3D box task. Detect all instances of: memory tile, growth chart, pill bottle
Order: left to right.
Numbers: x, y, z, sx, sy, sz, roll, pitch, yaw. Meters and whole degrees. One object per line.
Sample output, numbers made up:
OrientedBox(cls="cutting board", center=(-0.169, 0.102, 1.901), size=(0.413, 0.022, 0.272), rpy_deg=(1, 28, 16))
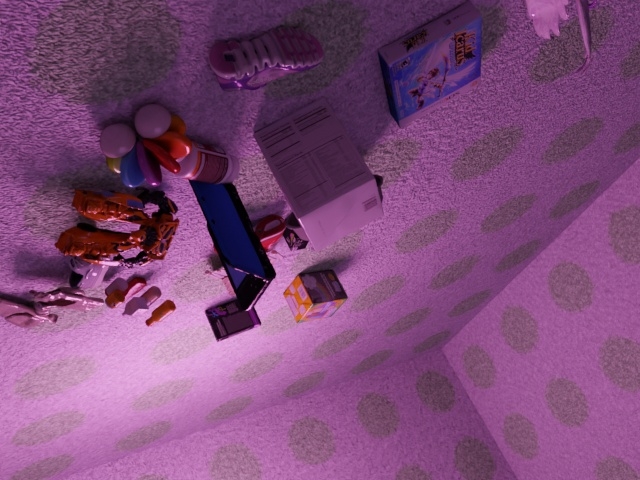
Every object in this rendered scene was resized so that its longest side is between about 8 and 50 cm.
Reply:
OrientedBox(cls="pill bottle", center=(-0.260, -0.175, 1.539), size=(0.086, 0.086, 0.152), rpy_deg=(-43, 151, 28))
OrientedBox(cls="memory tile", center=(-0.257, 0.129, 2.192), size=(0.113, 0.012, 0.148), rpy_deg=(-25, 154, -8))
OrientedBox(cls="growth chart", center=(-0.225, 0.077, 2.048), size=(0.237, 0.021, 0.172), rpy_deg=(-17, 171, -5))

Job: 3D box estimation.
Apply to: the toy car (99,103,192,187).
OrientedBox(cls="toy car", center=(-0.348, -0.176, 1.387), size=(0.182, 0.136, 0.159), rpy_deg=(-28, 155, 0))

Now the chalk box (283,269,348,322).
OrientedBox(cls="chalk box", center=(-0.001, 0.198, 2.442), size=(0.213, 0.132, 0.132), rpy_deg=(-4, 145, -39))

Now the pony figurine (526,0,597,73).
OrientedBox(cls="pony figurine", center=(0.561, -0.587, 1.451), size=(0.363, 0.303, 0.351), rpy_deg=(-27, 123, 5))

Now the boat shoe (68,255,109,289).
OrientedBox(cls="boat shoe", center=(-0.575, 0.057, 1.659), size=(0.081, 0.079, 0.227), rpy_deg=(-15, 155, -35))

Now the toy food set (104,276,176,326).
OrientedBox(cls="toy food set", center=(-0.528, 0.175, 1.887), size=(0.104, 0.111, 0.232), rpy_deg=(-39, 155, 20))

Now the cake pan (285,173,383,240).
OrientedBox(cls="cake pan", center=(0.045, -0.088, 1.834), size=(0.293, 0.054, 0.293), rpy_deg=(-24, -162, 9))

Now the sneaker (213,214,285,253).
OrientedBox(cls="sneaker", center=(-0.202, 0.015, 1.953), size=(0.221, 0.087, 0.128), rpy_deg=(-18, 152, -18))

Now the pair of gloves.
OrientedBox(cls="pair of gloves", center=(-0.708, 0.175, 1.728), size=(0.240, 0.042, 0.204), rpy_deg=(-15, 158, 11))

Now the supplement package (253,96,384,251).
OrientedBox(cls="supplement package", center=(-0.002, -0.157, 1.625), size=(0.198, 0.263, 0.199), rpy_deg=(-28, 154, -1))

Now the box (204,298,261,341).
OrientedBox(cls="box", center=(-0.295, 0.263, 2.282), size=(0.162, 0.116, 0.029), rpy_deg=(-18, 154, -19))

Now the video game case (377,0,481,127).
OrientedBox(cls="video game case", center=(0.275, -0.421, 1.653), size=(0.244, 0.061, 0.269), rpy_deg=(-30, 155, 0))

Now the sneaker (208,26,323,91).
OrientedBox(cls="sneaker", center=(-0.111, -0.355, 1.362), size=(0.236, 0.095, 0.104), rpy_deg=(-15, 159, -16))

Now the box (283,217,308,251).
OrientedBox(cls="box", center=(-0.075, -0.021, 2.015), size=(0.052, 0.083, 0.062), rpy_deg=(-12, 150, -29))

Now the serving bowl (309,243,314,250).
OrientedBox(cls="serving bowl", center=(0.000, 0.000, 2.194), size=(0.083, 0.027, 0.083), rpy_deg=(-23, 153, -12))

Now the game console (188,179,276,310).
OrientedBox(cls="game console", center=(-0.247, 0.003, 1.642), size=(0.173, 0.293, 0.250), rpy_deg=(-6, 147, -36))

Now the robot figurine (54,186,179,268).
OrientedBox(cls="robot figurine", center=(-0.450, -0.022, 1.560), size=(0.291, 0.085, 0.211), rpy_deg=(8, 111, -51))
